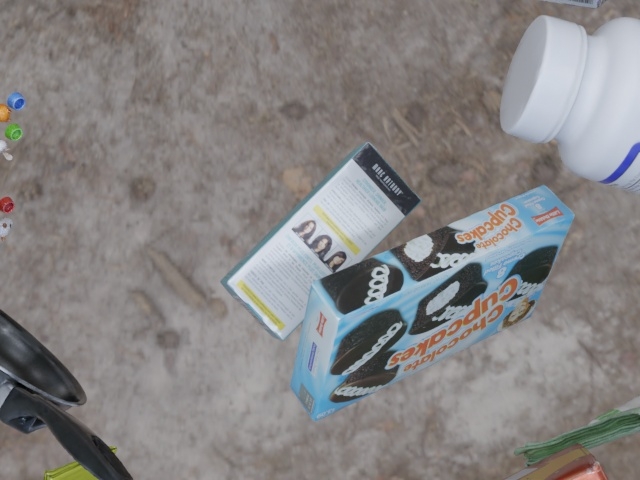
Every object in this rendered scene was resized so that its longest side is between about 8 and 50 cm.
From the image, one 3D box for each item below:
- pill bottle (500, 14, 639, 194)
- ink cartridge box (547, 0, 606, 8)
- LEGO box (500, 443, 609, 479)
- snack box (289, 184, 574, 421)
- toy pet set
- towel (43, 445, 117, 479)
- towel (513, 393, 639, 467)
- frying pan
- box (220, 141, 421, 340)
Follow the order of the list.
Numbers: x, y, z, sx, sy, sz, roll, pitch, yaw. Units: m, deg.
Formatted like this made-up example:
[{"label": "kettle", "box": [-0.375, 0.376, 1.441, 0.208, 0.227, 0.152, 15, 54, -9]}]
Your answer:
[{"label": "pill bottle", "box": [0.312, -0.116, 1.070, 0.272, 0.152, 0.152, 16, 116, -7]}, {"label": "ink cartridge box", "box": [0.270, -0.265, 1.184, 0.063, 0.115, 0.029, 15, 119, 25]}, {"label": "LEGO box", "box": [0.117, 0.475, 1.113, 0.500, 0.193, 0.372, -27, 82, 4]}, {"label": "snack box", "box": [0.123, 0.068, 1.294, 0.322, 0.060, 0.187, -22, 146, -27]}, {"label": "toy pet set", "box": [-0.282, -0.046, 0.972, 0.114, 0.065, 0.122, -24, 139, -43]}, {"label": "towel", "box": [-0.301, 0.344, 1.351, 0.021, 0.102, 0.237, 33, 119, 26]}, {"label": "towel", "box": [0.410, 0.179, 1.353, 0.325, 0.038, 0.248, -15, 166, -29]}, {"label": "frying pan", "box": [-0.211, 0.103, 0.825, 0.053, 0.326, 0.197, -51, 154, -3]}, {"label": "box", "box": [0.000, 0.000, 1.415, 0.244, 0.060, 0.100, -45, 100, -10]}]
